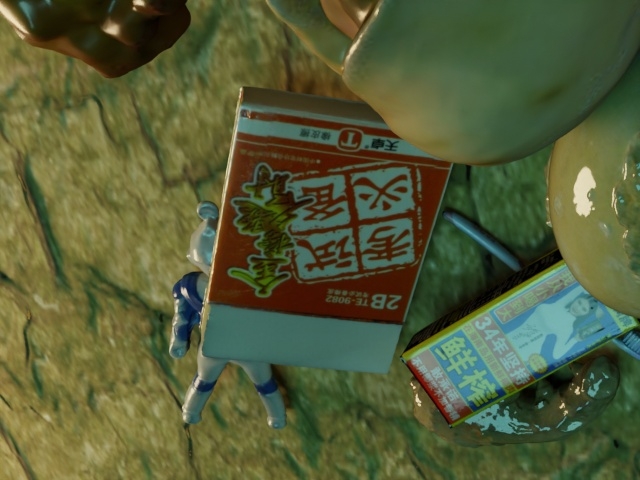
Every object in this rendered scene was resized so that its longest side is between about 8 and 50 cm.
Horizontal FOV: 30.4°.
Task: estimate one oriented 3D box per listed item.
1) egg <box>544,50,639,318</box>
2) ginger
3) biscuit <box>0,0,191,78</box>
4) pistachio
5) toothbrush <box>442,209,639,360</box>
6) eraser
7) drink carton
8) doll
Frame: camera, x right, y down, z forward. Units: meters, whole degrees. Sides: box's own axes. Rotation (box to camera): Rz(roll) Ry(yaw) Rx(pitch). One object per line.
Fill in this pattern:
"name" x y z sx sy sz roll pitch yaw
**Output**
"egg" 0.219 -0.039 0.720 0.164 0.164 0.201 21 132 10
"ginger" 0.154 0.129 0.928 0.174 0.051 0.069 -11 105 21
"biscuit" -0.050 -0.260 0.601 0.111 0.312 0.318 23 130 -4
"pistachio" 0.082 -0.175 0.628 0.229 0.238 0.321 42 154 17
"toothbrush" 0.171 0.033 0.878 0.193 0.013 0.019 34 121 0
"eraser" 0.000 0.000 0.880 0.157 0.038 0.230 6 125 -10
"drink carton" 0.147 0.064 0.859 0.166 0.056 0.071 -33 96 24
"doll" -0.073 0.063 0.977 0.114 0.057 0.227 5 127 10
